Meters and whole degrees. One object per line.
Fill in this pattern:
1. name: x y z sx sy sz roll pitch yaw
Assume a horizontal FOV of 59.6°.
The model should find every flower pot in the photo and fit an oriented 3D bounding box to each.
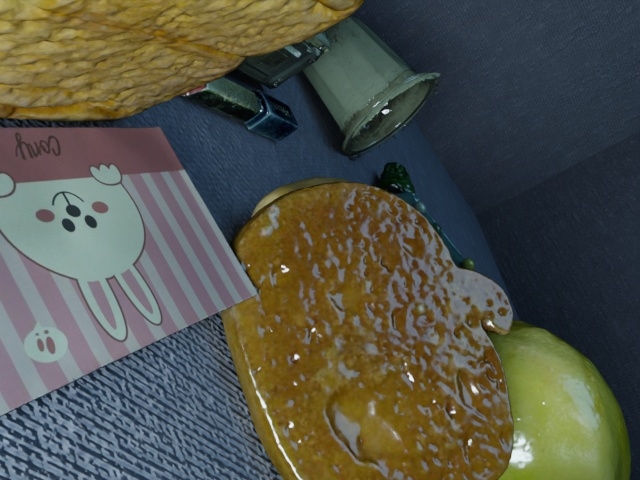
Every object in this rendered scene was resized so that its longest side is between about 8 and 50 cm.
1. flower pot: 0.103 -0.381 1.352 0.259 0.290 0.290 53 18 12

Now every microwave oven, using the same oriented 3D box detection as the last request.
1. microwave oven: -0.095 -0.357 0.954 0.129 0.163 0.205 63 21 9

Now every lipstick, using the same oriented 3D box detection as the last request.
1. lipstick: -0.130 -0.212 0.840 0.312 0.051 0.051 7 58 -65

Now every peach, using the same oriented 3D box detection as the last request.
1. peach: 0.293 0.287 0.844 0.281 0.314 0.316 -8 95 -32

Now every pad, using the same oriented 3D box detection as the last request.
1. pad: -0.179 -0.005 0.426 0.202 0.005 0.299 58 28 6

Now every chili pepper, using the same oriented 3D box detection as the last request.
1. chili pepper: 0.195 -0.120 1.440 0.270 0.098 0.136 -61 144 -74

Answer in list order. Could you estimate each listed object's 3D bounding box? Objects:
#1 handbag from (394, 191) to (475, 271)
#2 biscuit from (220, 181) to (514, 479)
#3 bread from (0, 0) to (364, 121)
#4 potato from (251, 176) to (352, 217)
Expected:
1. handbag: 0.204 0.015 1.173 0.269 0.100 0.274 56 29 15
2. biscuit: 0.065 0.105 0.599 0.368 0.313 0.063 68 -24 14
3. bread: -0.138 -0.202 0.397 0.148 0.327 0.337 71 22 -6
4. potato: 0.000 0.000 0.743 0.150 0.146 0.233 37 31 27
